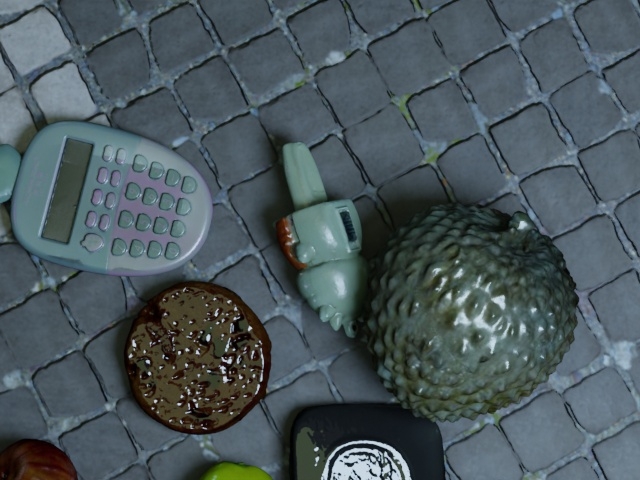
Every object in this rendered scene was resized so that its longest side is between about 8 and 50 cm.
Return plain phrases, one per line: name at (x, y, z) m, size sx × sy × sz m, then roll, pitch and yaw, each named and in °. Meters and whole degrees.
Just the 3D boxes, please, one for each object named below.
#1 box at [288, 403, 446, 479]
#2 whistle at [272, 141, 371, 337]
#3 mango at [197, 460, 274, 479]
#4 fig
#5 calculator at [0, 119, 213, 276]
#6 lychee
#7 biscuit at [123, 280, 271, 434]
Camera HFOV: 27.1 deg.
box at (0.062, 0.307, 1.634) m, size 0.201 × 0.042 × 0.212 m, roll 0°, pitch 82°, yaw -10°
whistle at (0.001, 0.000, 1.641) m, size 0.106 × 0.102 × 0.253 m, roll -17°, pitch 88°, yaw 4°
mango at (-0.092, 0.346, 1.620) m, size 0.117 × 0.089 × 0.163 m, roll -34°, pitch 98°, yaw -12°
fig at (-0.338, 0.302, 1.607) m, size 0.150 × 0.128 × 0.128 m, roll -2°, pitch 84°, yaw -29°
calculator at (-0.284, -0.053, 1.674) m, size 0.299 × 0.041 × 0.185 m, roll 12°, pitch 84°, yaw -1°
lychee at (0.174, 0.083, 1.577) m, size 0.255 × 0.255 × 0.274 m, roll 25°, pitch 114°, yaw 2°
biscuit at (-0.152, 0.146, 1.655) m, size 0.192 × 0.049 × 0.192 m, roll 0°, pitch 91°, yaw -2°
